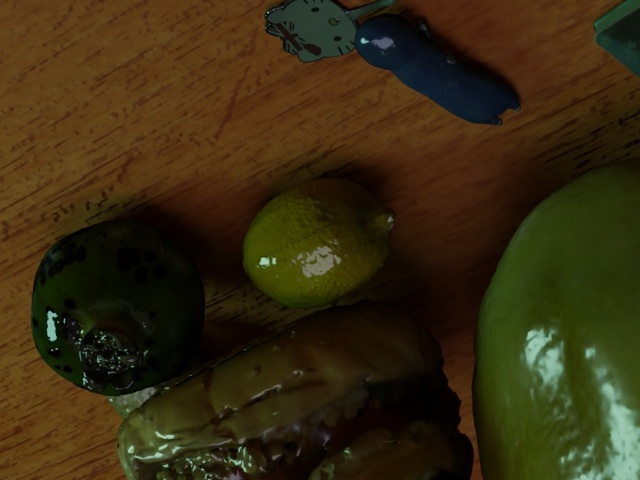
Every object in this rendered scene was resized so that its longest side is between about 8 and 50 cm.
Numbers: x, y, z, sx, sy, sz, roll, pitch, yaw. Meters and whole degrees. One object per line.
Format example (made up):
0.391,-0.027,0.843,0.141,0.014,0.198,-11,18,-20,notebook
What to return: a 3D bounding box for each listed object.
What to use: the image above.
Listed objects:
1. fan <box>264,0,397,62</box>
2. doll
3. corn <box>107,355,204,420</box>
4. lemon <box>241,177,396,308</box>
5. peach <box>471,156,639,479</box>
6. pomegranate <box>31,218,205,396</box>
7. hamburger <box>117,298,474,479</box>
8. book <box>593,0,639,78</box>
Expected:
0.009,-0.131,1.172,0.083,0.004,0.056,-19,137,26,fan
0.071,-0.101,1.183,0.125,0.027,0.037,28,130,-33,doll
-0.062,0.169,1.482,0.086,0.086,0.288,-20,131,29,corn
0.000,0.000,1.271,0.111,0.082,0.082,-28,129,30,lemon
0.249,0.104,1.203,0.281,0.314,0.315,-6,152,-38,peach
-0.136,0.053,1.304,0.122,0.161,0.122,-1,112,-2,pomegranate
-0.015,0.136,1.301,0.244,0.163,0.244,-16,171,-3,hamburger
0.237,-0.109,1.157,0.135,0.017,0.103,34,133,-28,book
